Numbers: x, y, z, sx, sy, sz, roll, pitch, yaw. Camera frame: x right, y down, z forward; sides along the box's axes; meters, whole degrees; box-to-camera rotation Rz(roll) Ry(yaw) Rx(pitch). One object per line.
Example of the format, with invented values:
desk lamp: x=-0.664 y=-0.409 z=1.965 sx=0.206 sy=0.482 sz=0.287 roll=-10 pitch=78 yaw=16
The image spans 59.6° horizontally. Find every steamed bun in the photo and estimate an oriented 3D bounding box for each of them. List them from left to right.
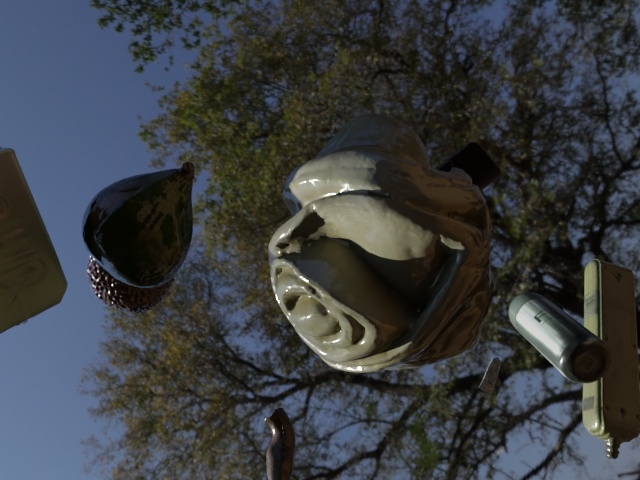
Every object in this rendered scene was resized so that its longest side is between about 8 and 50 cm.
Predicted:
steamed bun: x=0.059 y=0.035 z=0.790 sx=0.255 sy=0.342 sz=0.368 roll=-24 pitch=-57 yaw=-21

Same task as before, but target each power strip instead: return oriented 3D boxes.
power strip: x=0.556 y=0.220 z=1.074 sx=0.066 sy=0.092 sz=0.387 roll=110 pitch=175 yaw=-63

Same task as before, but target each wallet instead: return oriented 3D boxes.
wallet: x=0.230 y=-0.098 z=0.970 sx=0.156 sy=0.082 sz=0.018 roll=-38 pitch=7 yaw=12

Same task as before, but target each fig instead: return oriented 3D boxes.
fig: x=-0.299 y=-0.035 z=0.990 sx=0.245 sy=0.195 sz=0.195 roll=-46 pitch=-41 yaw=-4

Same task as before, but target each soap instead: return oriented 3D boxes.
soap: x=-0.564 y=0.002 z=0.952 sx=0.173 sy=0.095 sz=0.289 roll=-32 pitch=-57 yaw=-40

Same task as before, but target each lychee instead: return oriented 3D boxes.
lychee: x=-0.409 y=0.059 z=1.203 sx=0.194 sy=0.194 sz=0.194 roll=-25 pitch=-53 yaw=-38

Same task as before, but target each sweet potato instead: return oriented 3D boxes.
sweet potato: x=-0.124 y=0.615 z=1.598 sx=0.112 sy=0.085 sz=0.286 roll=56 pitch=-158 yaw=-31

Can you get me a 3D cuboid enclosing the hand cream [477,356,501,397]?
hand cream: x=0.337 y=0.265 z=1.102 sx=0.093 sy=0.030 sz=0.019 roll=-52 pitch=-4 yaw=-42

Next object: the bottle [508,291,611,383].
bottle: x=0.396 y=0.151 z=0.938 sx=0.096 sy=0.254 sz=0.079 roll=-13 pitch=-78 yaw=0
